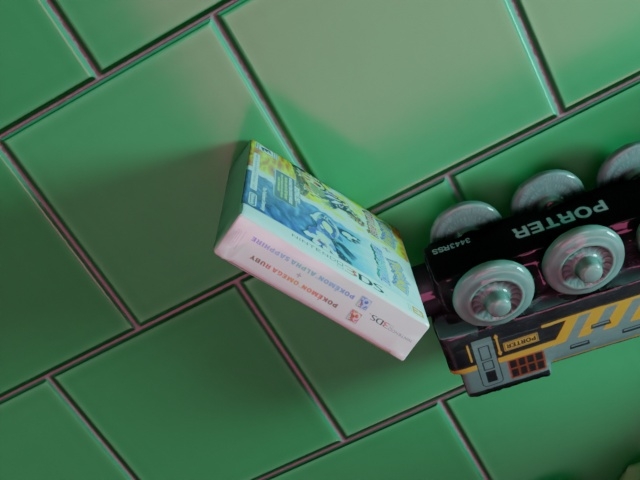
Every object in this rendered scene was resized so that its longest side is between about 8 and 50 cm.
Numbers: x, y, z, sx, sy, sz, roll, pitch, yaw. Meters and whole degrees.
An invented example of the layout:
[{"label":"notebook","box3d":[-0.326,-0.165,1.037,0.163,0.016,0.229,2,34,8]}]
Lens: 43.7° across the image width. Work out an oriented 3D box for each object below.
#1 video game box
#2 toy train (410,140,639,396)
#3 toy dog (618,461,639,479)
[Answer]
[{"label":"video game box","box3d":[0.000,0.000,0.726,0.187,0.205,0.048,33,109,-16]},{"label":"toy train","box3d":[0.250,0.033,0.794,0.334,0.142,0.190,-19,127,5]},{"label":"toy dog","box3d":[0.493,0.493,0.879,0.408,0.395,0.284,26,103,-4]}]
